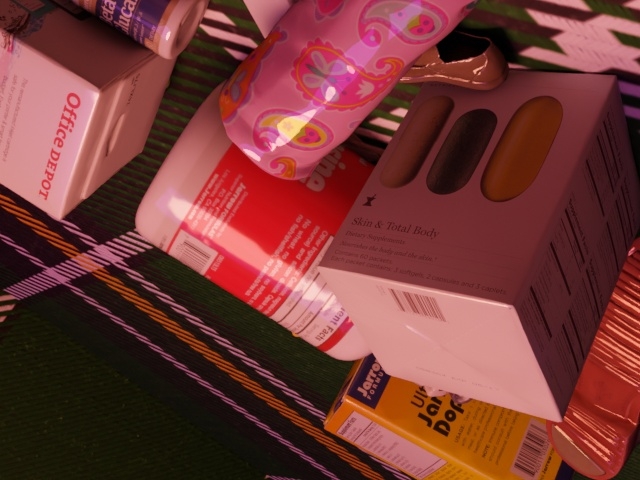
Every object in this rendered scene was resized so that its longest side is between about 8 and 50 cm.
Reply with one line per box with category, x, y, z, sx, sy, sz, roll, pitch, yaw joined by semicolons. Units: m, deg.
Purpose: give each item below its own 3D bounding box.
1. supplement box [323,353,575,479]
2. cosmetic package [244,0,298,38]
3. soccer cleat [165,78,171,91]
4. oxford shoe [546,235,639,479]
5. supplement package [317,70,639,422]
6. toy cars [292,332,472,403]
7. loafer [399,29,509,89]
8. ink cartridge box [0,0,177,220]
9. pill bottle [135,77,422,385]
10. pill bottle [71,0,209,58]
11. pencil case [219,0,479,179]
supplement box;0.213;0.276;1.443;0.356;0.195;0.194;28;155;3
cosmetic package;-0.037;-0.264;0.832;0.060;0.099;0.239;10;148;35
soccer cleat;-0.273;-0.224;1.203;0.178;0.060;0.072;19;158;12
oxford shoe;0.375;0.115;1.074;0.140;0.146;0.397;39;143;26
supplement package;0.168;-0.005;0.892;0.199;0.263;0.198;11;148;35
toy cars;0.136;0.114;1.282;0.393;0.176;0.087;22;131;18
loafer;0.108;-0.183;0.881;0.147;0.056;0.050;9;148;19
ink cartridge box;-0.340;-0.203;1.074;0.270;0.197;0.198;32;127;2
pill bottle;0.000;0.000;1.125;0.407;0.229;0.229;33;155;-6
pill bottle;-0.215;-0.279;1.000;0.169;0.094;0.094;30;155;0
pencil case;0.036;-0.174;0.770;0.124;0.124;0.284;38;122;-17
